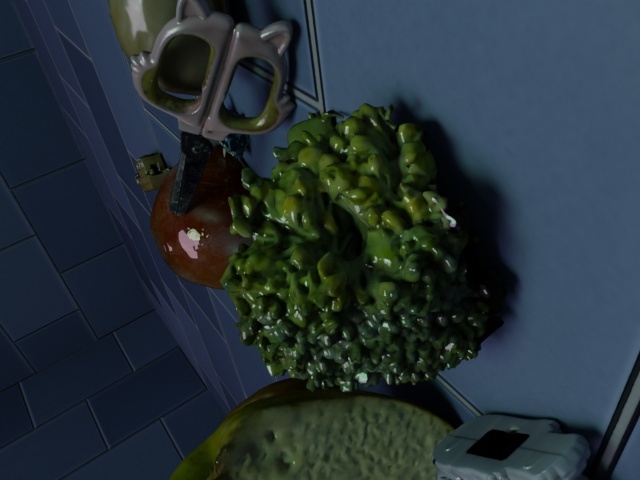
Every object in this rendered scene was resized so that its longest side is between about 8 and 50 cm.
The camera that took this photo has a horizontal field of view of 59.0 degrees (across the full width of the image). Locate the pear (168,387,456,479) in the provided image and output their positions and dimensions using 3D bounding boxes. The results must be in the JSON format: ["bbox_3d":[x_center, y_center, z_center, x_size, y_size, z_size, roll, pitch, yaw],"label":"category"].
[{"bbox_3d":[0.014,0.327,0.619,0.386,0.340,0.191,41,167,-11],"label":"pear"}]

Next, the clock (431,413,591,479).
[{"bbox_3d":[0.169,0.215,0.464,0.117,0.080,0.176,60,156,1],"label":"clock"}]

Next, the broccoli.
[{"bbox_3d":[-0.005,0.014,0.463,0.273,0.180,0.242,50,157,26],"label":"broccoli"}]

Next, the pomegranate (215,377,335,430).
[{"bbox_3d":[-0.036,0.343,0.834,0.264,0.264,0.264,47,154,31],"label":"pomegranate"}]

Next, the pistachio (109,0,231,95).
[{"bbox_3d":[-0.143,-0.232,0.559,0.124,0.124,0.185,48,150,29],"label":"pistachio"}]

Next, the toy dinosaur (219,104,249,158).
[{"bbox_3d":[-0.116,-0.142,0.718,0.047,0.030,0.083,38,148,40],"label":"toy dinosaur"}]

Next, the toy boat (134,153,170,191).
[{"bbox_3d":[-0.370,-0.148,1.231,0.200,0.057,0.077,6,118,65],"label":"toy boat"}]

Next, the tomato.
[{"bbox_3d":[-0.156,-0.019,0.802,0.214,0.155,0.180,49,152,30],"label":"tomato"}]

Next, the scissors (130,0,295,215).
[{"bbox_3d":[-0.126,-0.116,0.598,0.317,0.160,0.024,127,150,-51],"label":"scissors"}]
